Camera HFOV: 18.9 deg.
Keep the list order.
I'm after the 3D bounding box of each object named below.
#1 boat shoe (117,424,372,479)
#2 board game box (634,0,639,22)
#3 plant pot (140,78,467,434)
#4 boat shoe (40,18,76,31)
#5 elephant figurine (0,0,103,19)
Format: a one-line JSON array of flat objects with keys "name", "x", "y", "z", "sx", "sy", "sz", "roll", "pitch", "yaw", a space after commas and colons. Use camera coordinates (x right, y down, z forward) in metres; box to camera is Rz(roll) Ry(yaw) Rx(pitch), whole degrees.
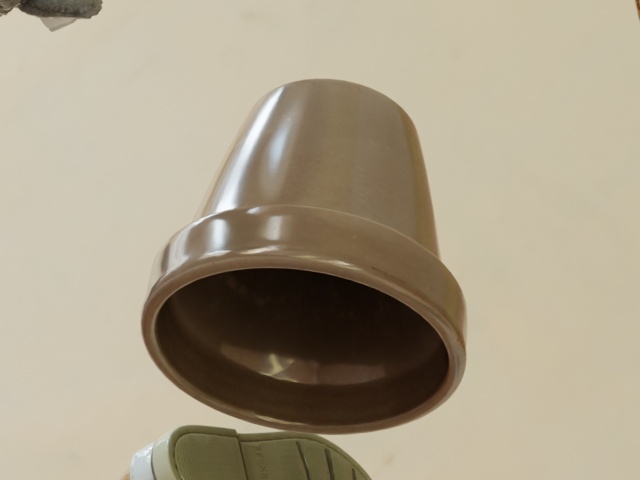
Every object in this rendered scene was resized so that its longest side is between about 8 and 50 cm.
[{"name": "boat shoe", "x": -0.066, "y": 0.244, "z": 1.838, "sx": 0.302, "sy": 0.113, "sz": 0.103, "roll": 22, "pitch": -41, "yaw": -41}, {"name": "board game box", "x": 0.310, "y": -0.125, "z": 1.326, "sx": 0.193, "sy": 0.045, "sz": 0.147, "roll": 13, "pitch": -53, "yaw": 51}, {"name": "plant pot", "x": 0.000, "y": 0.000, "z": 1.570, "sx": 0.263, "sy": 0.229, "sz": 0.263, "roll": 6, "pitch": -35, "yaw": 5}, {"name": "boat shoe", "x": -0.192, "y": -0.242, "z": 1.500, "sx": 0.306, "sy": 0.105, "sz": 0.113, "roll": 101, "pitch": -32, "yaw": -85}, {"name": "elephant figurine", "x": -0.226, "y": -0.241, "z": 1.003, "sx": 0.169, "sy": 0.239, "sz": 0.186, "roll": -4, "pitch": -4, "yaw": 13}]
